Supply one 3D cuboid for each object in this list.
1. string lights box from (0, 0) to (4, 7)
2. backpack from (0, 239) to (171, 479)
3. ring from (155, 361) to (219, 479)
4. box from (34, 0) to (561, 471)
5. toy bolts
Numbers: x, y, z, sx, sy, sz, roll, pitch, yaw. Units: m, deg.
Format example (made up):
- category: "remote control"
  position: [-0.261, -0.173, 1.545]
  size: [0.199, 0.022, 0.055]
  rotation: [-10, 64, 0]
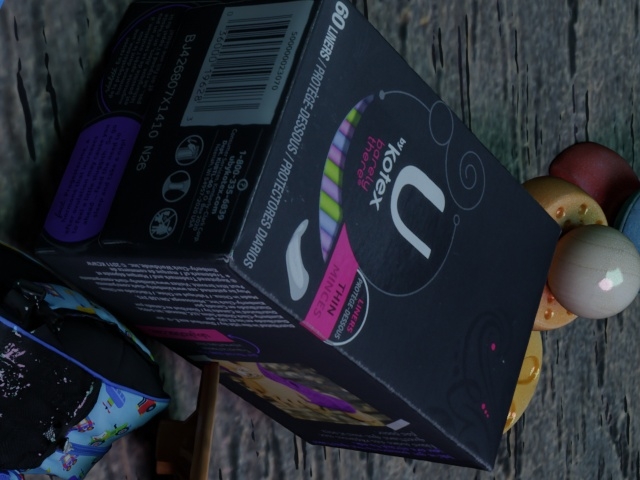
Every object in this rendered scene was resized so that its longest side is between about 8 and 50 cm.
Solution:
- category: "string lights box"
  position: [-0.230, -0.089, 0.737]
  size: [0.133, 0.076, 0.260]
  rotation: [36, 73, -47]
- category: "backpack"
  position: [-0.166, 0.061, 0.828]
  size: [0.117, 0.158, 0.173]
  rotation: [-57, 147, -1]
- category: "ring"
  position: [-0.089, 0.230, 0.891]
  size: [0.032, 0.336, 0.337]
  rotation: [7, 104, -4]
- category: "box"
  position: [0.000, 0.000, 0.944]
  size: [0.270, 0.143, 0.165]
  rotation: [40, 61, -45]
- category: "toy bolts"
  position: [0.190, 0.041, 1.156]
  size: [0.228, 0.158, 0.218]
  rotation: [-23, 120, -37]
